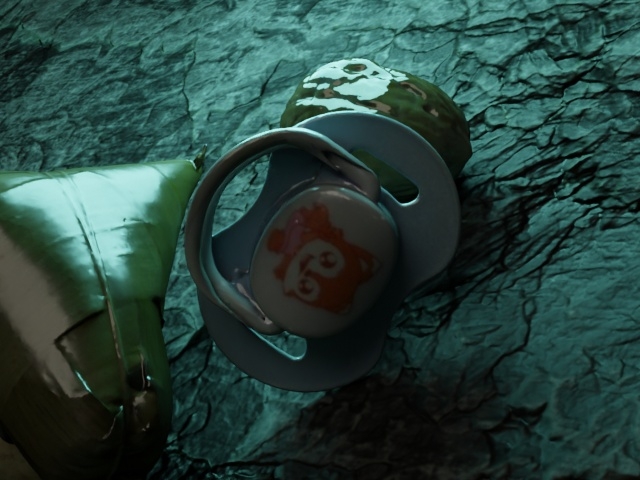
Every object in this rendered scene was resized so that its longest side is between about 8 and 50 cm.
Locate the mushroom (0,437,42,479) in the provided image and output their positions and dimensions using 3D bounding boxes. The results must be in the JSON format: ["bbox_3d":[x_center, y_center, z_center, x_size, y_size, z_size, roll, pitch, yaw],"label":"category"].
[{"bbox_3d":[-0.335,0.180,1.305,0.253,0.189,0.195,-12,42,9],"label":"mushroom"}]

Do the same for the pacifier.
[{"bbox_3d":[0.000,0.000,1.285,0.299,0.244,0.233,-54,-3,8],"label":"pacifier"}]

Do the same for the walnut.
[{"bbox_3d":[0.065,-0.118,1.394,0.230,0.178,0.178,14,55,29],"label":"walnut"}]

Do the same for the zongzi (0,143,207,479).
[{"bbox_3d":[-0.169,0.089,1.204,0.418,0.181,0.447,-17,57,-41],"label":"zongzi"}]
